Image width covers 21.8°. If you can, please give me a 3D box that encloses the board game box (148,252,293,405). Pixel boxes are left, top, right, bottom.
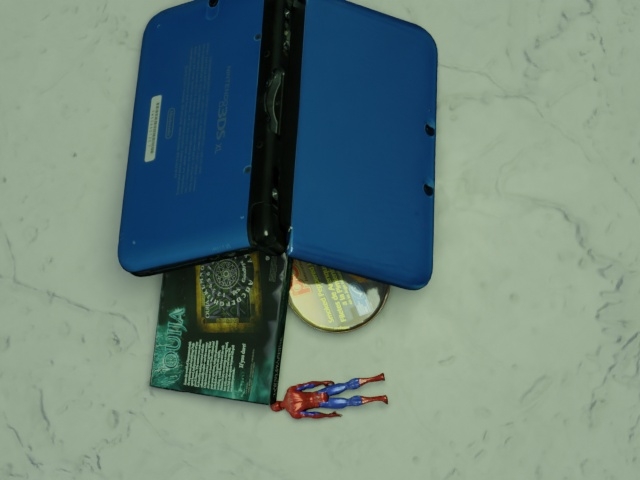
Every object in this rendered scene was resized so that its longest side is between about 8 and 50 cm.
[{"bbox_3d":[-0.094,0.059,1.611,0.126,0.026,0.186,8,92,13],"label":"board game box"}]

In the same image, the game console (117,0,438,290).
[{"bbox_3d":[-0.037,-0.089,1.600,0.250,0.173,0.293,-13,59,29],"label":"game console"}]

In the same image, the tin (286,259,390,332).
[{"bbox_3d":[0.000,0.000,1.632,0.106,0.040,0.190,-20,85,-5],"label":"tin"}]

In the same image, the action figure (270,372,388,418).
[{"bbox_3d":[0.007,0.154,1.621,0.115,0.030,0.038,-9,79,5],"label":"action figure"}]
